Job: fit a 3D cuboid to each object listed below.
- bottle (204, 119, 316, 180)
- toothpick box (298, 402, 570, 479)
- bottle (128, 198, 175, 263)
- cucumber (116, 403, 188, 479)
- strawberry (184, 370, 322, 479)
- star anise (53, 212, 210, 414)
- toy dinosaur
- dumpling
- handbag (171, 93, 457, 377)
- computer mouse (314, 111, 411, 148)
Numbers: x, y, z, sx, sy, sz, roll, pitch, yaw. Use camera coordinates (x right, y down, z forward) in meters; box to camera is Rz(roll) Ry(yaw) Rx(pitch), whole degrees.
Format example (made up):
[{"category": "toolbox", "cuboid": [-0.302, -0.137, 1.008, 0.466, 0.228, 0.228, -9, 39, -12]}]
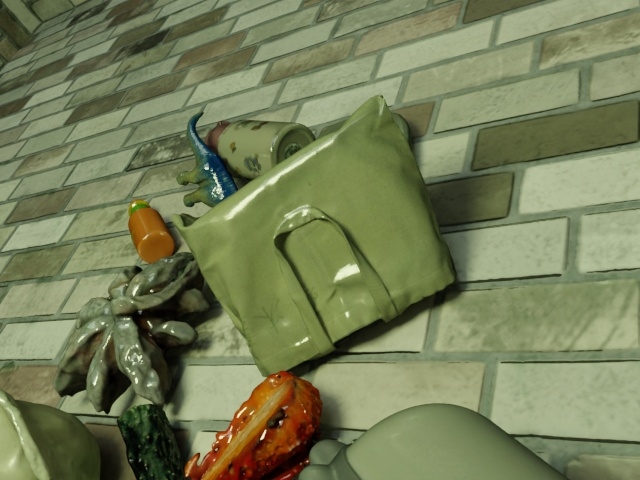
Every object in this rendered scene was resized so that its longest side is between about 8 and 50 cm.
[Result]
[{"category": "bottle", "cuboid": [-0.118, -0.160, 1.186, 0.233, 0.110, 0.110, 13, 59, 45]}, {"category": "toothpick box", "cuboid": [0.111, 0.251, 0.482, 0.229, 0.229, 0.316, -44, 38, -9]}, {"category": "bottle", "cuboid": [-0.324, -0.026, 1.247, 0.069, 0.069, 0.187, -38, 36, -2]}, {"category": "cucumber", "cuboid": [-0.184, 0.286, 0.805, 0.062, 0.078, 0.211, -30, 37, -16]}, {"category": "strawberry", "cuboid": [-0.070, 0.237, 0.772, 0.188, 0.082, 0.121, -46, 17, 4]}, {"category": "star anise", "cuboid": [-0.286, 0.110, 1.015, 0.315, 0.139, 0.359, -32, 37, -4]}, {"category": "toy dinosaur", "cuboid": [-0.157, -0.114, 1.128, 0.188, 0.075, 0.248, -10, 85, 38]}, {"category": "dumpling", "cuboid": [-0.410, 0.276, 0.867, 0.243, 0.227, 0.175, -26, 20, 21]}, {"category": "handbag", "cuboid": [-0.001, 0.005, 0.839, 0.315, 0.253, 0.109, -29, -1, 11]}, {"category": "computer mouse", "cuboid": [0.036, -0.086, 1.007, 0.197, 0.095, 0.331, -9, 45, 25]}]
